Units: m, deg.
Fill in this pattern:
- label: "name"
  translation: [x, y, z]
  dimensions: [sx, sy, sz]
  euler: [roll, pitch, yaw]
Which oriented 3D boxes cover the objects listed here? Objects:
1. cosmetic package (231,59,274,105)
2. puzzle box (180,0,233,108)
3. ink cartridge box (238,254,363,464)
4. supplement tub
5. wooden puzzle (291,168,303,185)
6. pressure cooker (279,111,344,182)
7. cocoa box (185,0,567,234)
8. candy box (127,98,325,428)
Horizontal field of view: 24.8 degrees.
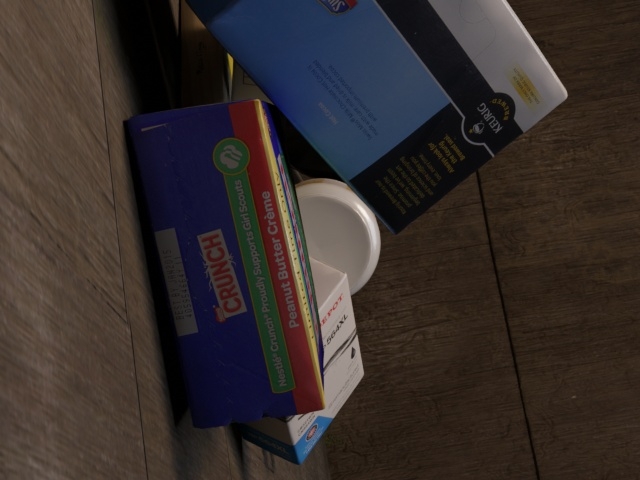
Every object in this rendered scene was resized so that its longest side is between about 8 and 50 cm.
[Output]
- label: "cosmetic package"
  translation: [-0.015, -0.298, 1.589]
  dimensions: [0.129, 0.153, 0.296]
  euler: [-85, -179, -53]
- label: "puzzle box"
  translation: [-0.117, -0.109, 1.732]
  dimensions: [0.409, 0.052, 0.272]
  euler: [-97, 177, -54]
- label: "ink cartridge box"
  translation: [-0.031, 0.130, 1.620]
  dimensions: [0.148, 0.086, 0.203]
  euler: [-52, 152, -27]
- label: "supplement tub"
  translation: [0.000, 0.000, 1.764]
  dimensions: [0.200, 0.144, 0.144]
  euler: [-74, 155, -85]
- label: "wooden puzzle"
  translation: [-0.051, 0.013, 2.250]
  dimensions: [0.348, 0.080, 0.322]
  euler: [-112, -170, -54]
- label: "pressure cooker"
  translation: [0.030, -0.337, 2.046]
  dimensions: [0.370, 0.375, 0.420]
  euler: [86, -16, -52]
- label: "cocoa box"
  translation: [0.030, -0.221, 1.393]
  dimensions: [0.347, 0.228, 0.231]
  euler: [46, 7, -43]
- label: "candy box"
  translation: [-0.075, 0.009, 1.333]
  dimensions: [0.317, 0.122, 0.268]
  euler: [-69, 148, -85]
